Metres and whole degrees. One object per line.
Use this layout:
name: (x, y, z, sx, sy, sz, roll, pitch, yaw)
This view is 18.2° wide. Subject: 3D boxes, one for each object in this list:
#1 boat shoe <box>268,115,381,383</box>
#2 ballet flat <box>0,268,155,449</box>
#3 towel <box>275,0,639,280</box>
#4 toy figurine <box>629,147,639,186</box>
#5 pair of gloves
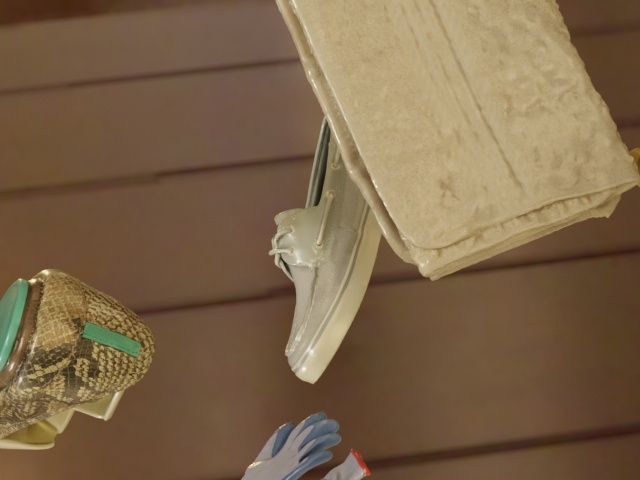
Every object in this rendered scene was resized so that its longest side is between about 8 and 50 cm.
boat shoe: (0.000, -0.001, 1.542, 0.079, 0.081, 0.227, 129, 161, -64)
ballet flat: (-0.295, 0.140, 1.979, 0.483, 0.182, 0.164, -22, 52, 60)
towel: (0.090, -0.123, 1.412, 0.049, 0.187, 0.282, 116, 133, -72)
toy figurine: (0.355, -0.025, 1.482, 0.209, 0.213, 0.148, 60, 140, 16)
pair of gloves: (-0.026, 0.259, 2.055, 0.023, 0.159, 0.198, 47, 179, -30)
